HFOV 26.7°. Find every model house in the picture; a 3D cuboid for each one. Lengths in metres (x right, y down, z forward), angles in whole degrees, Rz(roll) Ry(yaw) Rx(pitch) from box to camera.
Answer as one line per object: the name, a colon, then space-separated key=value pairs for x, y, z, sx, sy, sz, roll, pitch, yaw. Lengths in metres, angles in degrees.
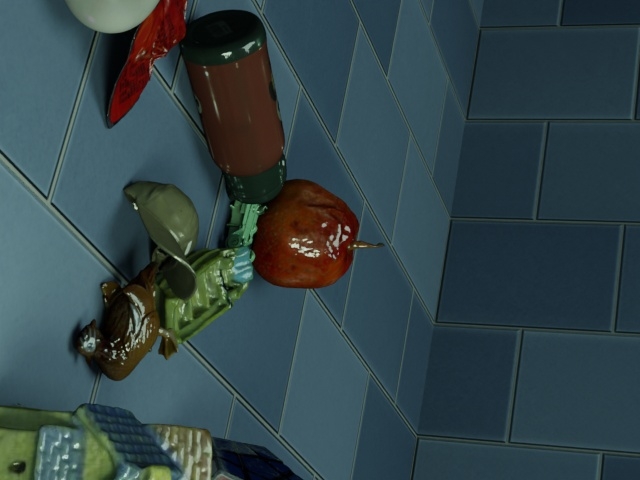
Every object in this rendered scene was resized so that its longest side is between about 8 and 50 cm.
model house: x=-0.291 y=0.342 z=1.732 sx=0.321 sy=0.266 sz=0.261 roll=34 pitch=56 yaw=-67

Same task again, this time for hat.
hat: x=-0.210 y=-0.005 z=2.066 sx=0.144 sy=0.173 sz=0.166 roll=-43 pitch=138 yaw=-27

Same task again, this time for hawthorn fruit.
hawthorn fruit: x=0.000 y=0.000 z=2.537 sx=0.207 sy=0.243 sz=0.208 roll=10 pitch=90 yaw=-83

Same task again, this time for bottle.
bottle: x=-0.139 y=-0.214 z=2.293 sx=0.144 sy=0.144 sz=0.336 roll=-66 pitch=153 yaw=-47

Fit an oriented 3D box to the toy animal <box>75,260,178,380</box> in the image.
toy animal: x=-0.289 y=0.113 z=1.989 sx=0.179 sy=0.089 sz=0.188 roll=24 pitch=73 yaw=-56

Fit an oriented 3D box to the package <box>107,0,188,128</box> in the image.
package: x=-0.248 y=-0.307 z=2.026 sx=0.269 sy=0.071 sz=0.194 roll=-75 pitch=178 yaw=-47

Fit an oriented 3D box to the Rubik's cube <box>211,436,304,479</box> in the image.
Rubik's cube: x=-0.151 y=0.468 z=2.125 sx=0.264 sy=0.319 sz=0.319 roll=-64 pitch=163 yaw=10

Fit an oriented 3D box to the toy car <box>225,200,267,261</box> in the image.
toy car: x=-0.139 y=-0.030 z=2.427 sx=0.073 sy=0.054 sz=0.143 roll=61 pitch=38 yaw=-59

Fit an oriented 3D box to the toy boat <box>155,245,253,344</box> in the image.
toy boat: x=-0.205 y=0.082 z=2.219 sx=0.276 sy=0.084 sz=0.111 roll=-40 pitch=132 yaw=-60

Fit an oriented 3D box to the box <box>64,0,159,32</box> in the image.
box: x=-0.275 y=-0.479 z=1.871 sx=0.349 sy=0.141 sz=0.289 roll=-68 pitch=154 yaw=-43
